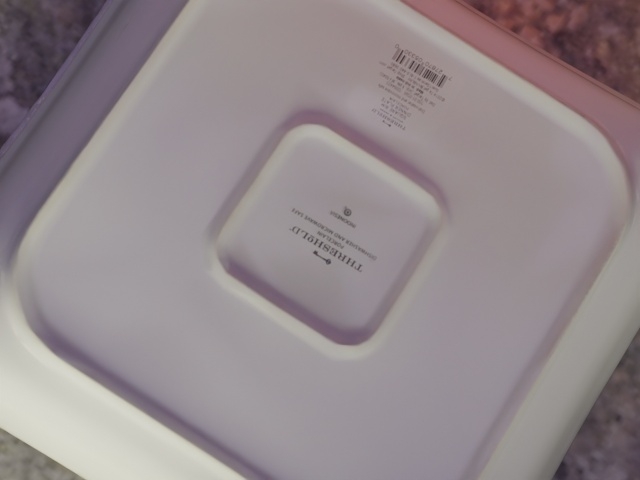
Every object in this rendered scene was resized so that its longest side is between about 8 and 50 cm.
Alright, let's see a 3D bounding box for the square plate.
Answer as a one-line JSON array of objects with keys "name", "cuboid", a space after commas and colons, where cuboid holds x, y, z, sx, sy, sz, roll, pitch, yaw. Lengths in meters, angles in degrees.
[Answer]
[{"name": "square plate", "cuboid": [0.000, 0.000, 0.881, 0.347, 0.049, 0.344, 33, 76, 1]}]
